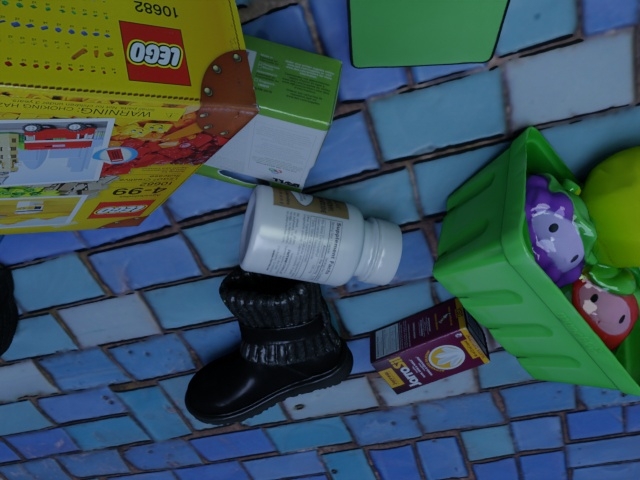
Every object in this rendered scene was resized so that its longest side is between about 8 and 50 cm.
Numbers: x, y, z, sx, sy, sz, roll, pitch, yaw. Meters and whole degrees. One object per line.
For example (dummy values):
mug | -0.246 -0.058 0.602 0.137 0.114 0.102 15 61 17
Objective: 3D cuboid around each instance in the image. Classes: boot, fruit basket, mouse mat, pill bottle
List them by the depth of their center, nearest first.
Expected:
mouse mat | 0.128 -0.262 0.708 0.190 0.007 0.152 -2 160 4
fruit basket | 0.398 0.010 0.802 0.392 0.283 0.392 13 140 11
pill bottle | 0.000 0.000 0.881 0.229 0.131 0.131 11 127 -15
boot | -0.131 0.179 1.026 0.348 0.131 0.260 -22 130 7
boot | -0.647 0.122 1.071 0.137 0.077 0.198 14 114 -1

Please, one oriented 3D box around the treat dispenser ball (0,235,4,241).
treat dispenser ball | -0.574 -0.069 0.780 0.288 0.288 0.288 2 127 3

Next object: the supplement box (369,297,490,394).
supplement box | 0.194 0.193 1.048 0.188 0.081 0.104 -27 121 22

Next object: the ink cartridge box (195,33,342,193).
ink cartridge box | -0.092 -0.162 0.806 0.189 0.097 0.255 14 161 -6

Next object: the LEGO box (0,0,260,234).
LEGO box | -0.371 -0.138 0.526 0.500 0.193 0.372 -5 167 -36
